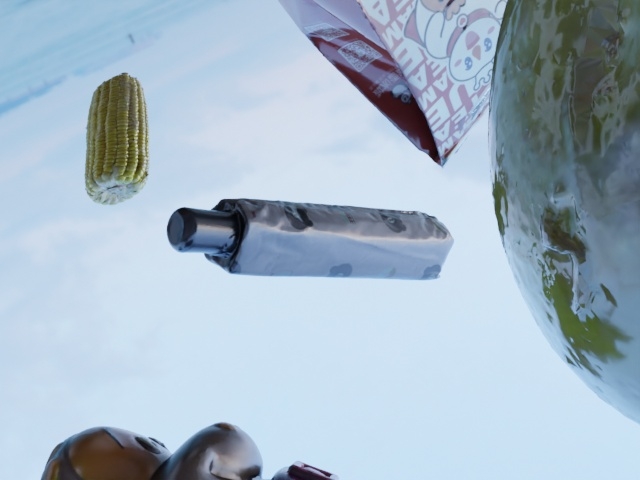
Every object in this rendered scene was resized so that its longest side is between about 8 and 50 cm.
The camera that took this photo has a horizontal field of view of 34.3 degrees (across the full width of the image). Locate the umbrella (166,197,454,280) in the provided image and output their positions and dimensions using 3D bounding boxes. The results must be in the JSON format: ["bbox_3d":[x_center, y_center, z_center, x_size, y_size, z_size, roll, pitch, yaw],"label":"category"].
[{"bbox_3d":[0.000,0.000,1.008,0.337,0.073,0.067,3,-168,-41],"label":"umbrella"}]

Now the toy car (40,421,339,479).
[{"bbox_3d":[-0.123,0.302,0.782,0.240,0.341,0.271,18,171,6],"label":"toy car"}]

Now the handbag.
[{"bbox_3d":[0.087,-0.217,1.011,0.171,0.298,0.151,-50,-142,-14],"label":"handbag"}]

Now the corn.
[{"bbox_3d":[-0.241,-0.122,1.228,0.085,0.063,0.165,-38,-133,35],"label":"corn"}]

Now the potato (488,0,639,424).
[{"bbox_3d":[0.269,-0.085,0.538,0.385,0.442,0.319,19,-170,34],"label":"potato"}]
